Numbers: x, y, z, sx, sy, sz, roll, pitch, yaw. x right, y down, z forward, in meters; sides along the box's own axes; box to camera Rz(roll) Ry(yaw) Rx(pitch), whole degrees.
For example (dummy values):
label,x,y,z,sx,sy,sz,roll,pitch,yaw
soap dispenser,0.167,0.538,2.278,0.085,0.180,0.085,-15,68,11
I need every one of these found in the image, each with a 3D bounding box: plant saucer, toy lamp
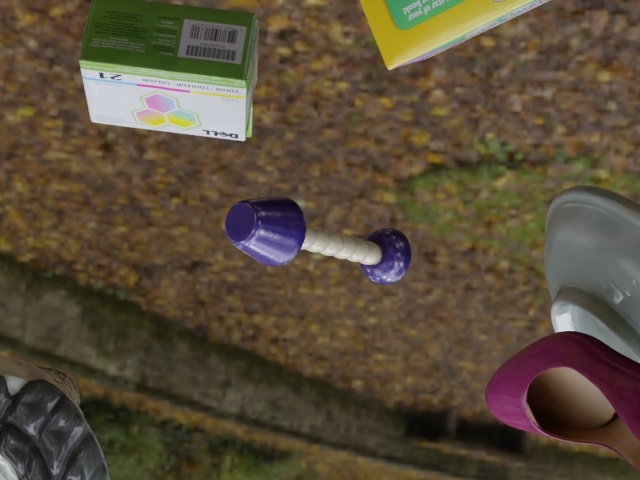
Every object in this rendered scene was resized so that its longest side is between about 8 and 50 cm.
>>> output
label,x,y,z,sx,sy,sz,roll,pitch,yaw
plant saucer,0.374,0.125,1.484,0.100,0.400,0.400,-36,169,-11
toy lamp,0.000,0.000,1.429,0.080,0.080,0.274,-7,169,38

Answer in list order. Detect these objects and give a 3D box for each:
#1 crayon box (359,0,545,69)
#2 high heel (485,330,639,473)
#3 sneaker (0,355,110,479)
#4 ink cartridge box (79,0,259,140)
label,x,y,z,sx,sy,sz,roll,pitch,yaw
crayon box,0.187,-0.431,1.622,0.363,0.313,0.106,-21,-176,40
high heel,0.268,0.183,1.304,0.127,0.181,0.377,55,146,-9
sneaker,-0.310,0.165,0.744,0.410,0.158,0.182,-14,-173,1
ink cartridge box,-0.172,-0.166,1.511,0.188,0.097,0.255,7,152,0
